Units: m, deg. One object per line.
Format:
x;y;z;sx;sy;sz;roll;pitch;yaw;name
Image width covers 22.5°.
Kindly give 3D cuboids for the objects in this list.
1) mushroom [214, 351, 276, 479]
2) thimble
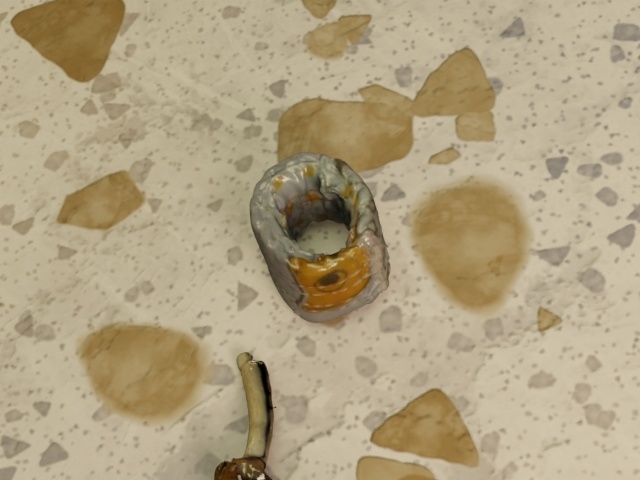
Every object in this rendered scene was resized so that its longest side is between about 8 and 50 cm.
-0.071;0.194;1.607;0.060;0.061;0.187;5;47;0;mushroom
0.001;-0.003;1.666;0.127;0.118;0.151;-22;56;-2;thimble
